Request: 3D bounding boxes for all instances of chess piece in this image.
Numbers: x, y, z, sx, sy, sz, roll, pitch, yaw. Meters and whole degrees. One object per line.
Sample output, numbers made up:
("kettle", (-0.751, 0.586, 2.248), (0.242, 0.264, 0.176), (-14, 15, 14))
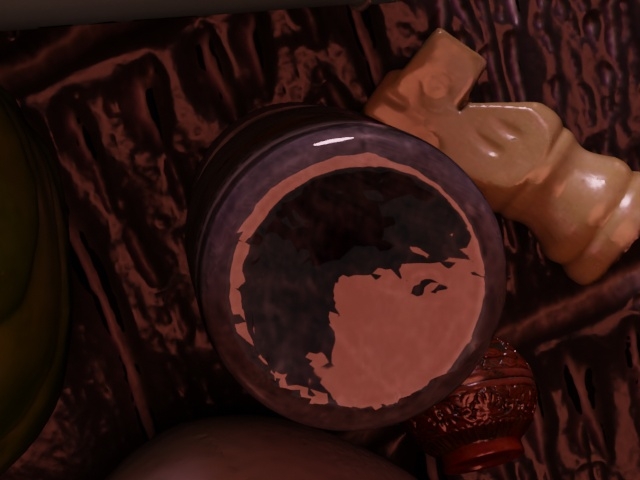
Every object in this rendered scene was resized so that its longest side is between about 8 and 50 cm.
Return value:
("chess piece", (0.129, -0.060, 0.910), (0.200, 0.090, 0.090), (35, 93, -1))

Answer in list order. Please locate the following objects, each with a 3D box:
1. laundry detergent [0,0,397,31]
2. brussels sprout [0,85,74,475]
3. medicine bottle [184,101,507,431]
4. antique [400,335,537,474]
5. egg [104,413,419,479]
("laundry detergent", (-0.066, -0.265, 0.733), (0.305, 0.287, 0.287), (-5, 100, -7))
("brussels sprout", (-0.300, -0.003, 0.757), (0.314, 0.276, 0.371), (-24, 103, 12))
("medicine bottle", (0.000, 0.000, 0.795), (0.165, 0.273, 0.165), (-2, 101, -9))
("antique", (0.101, 0.108, 0.919), (0.104, 0.104, 0.104), (-1, 100, -8))
("egg", (-0.032, 0.277, 0.818), (0.354, 0.354, 0.340), (-24, 78, -4))
